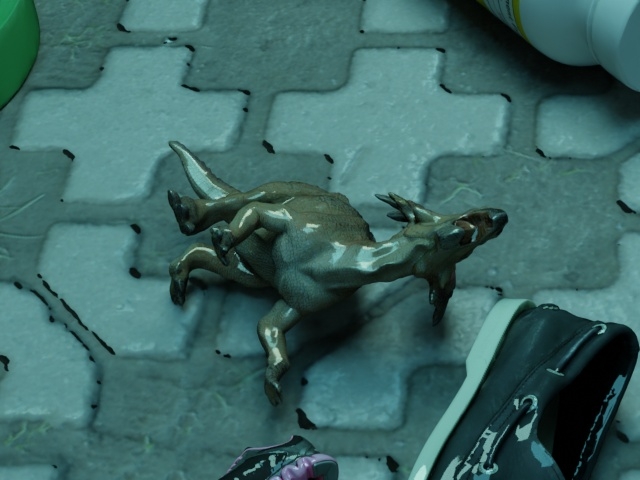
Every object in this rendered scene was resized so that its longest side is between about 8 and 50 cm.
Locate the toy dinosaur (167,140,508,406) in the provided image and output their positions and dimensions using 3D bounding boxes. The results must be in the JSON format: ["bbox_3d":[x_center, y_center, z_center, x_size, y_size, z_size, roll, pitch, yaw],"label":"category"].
[{"bbox_3d":[0.000,0.000,1.187,0.200,0.127,0.295,-22,34,-24],"label":"toy dinosaur"}]

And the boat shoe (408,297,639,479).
[{"bbox_3d":[0.133,0.167,0.992,0.113,0.127,0.340,1,35,25],"label":"boat shoe"}]

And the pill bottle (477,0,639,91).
[{"bbox_3d":[0.214,-0.275,1.378,0.188,0.188,0.334,-27,48,-19],"label":"pill bottle"}]

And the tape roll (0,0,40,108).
[{"bbox_3d":[-0.430,-0.197,1.463,0.321,0.077,0.321,-3,45,3],"label":"tape roll"}]

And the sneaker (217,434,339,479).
[{"bbox_3d":[-0.049,0.169,1.075,0.119,0.047,0.057,-18,39,-21],"label":"sneaker"}]
